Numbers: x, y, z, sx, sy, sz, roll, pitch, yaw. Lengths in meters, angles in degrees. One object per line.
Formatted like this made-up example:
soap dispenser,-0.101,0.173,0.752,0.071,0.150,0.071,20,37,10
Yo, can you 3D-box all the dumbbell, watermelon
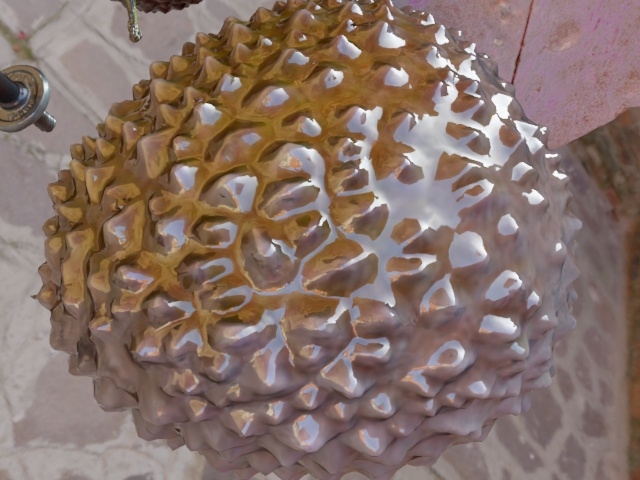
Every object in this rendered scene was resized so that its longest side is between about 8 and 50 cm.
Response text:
dumbbell,-0.349,-0.173,0.942,0.254,0.081,0.082,51,21,-68
watermelon,0.228,-0.250,1.036,0.292,0.319,0.222,48,18,-20

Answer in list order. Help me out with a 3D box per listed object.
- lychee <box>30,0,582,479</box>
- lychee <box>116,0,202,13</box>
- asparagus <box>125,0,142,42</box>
lychee,0.000,0.000,0.686,0.432,0.380,0.380,-14,76,-47
lychee,-0.217,-0.402,1.115,0.271,0.236,0.236,19,34,11
asparagus,-0.214,-0.279,0.991,0.015,0.018,0.127,-2,80,-88
